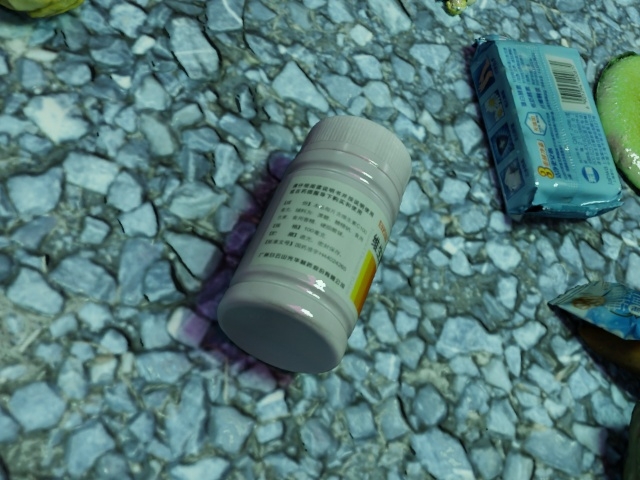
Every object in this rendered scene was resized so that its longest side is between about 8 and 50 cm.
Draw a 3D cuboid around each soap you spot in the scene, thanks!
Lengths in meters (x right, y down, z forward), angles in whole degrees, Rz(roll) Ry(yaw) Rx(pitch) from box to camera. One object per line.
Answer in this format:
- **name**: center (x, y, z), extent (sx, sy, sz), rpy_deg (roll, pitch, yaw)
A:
- **soap**: center (0.296, -0.152, 1.104), extent (0.156, 0.077, 0.293), rpy_deg (4, 64, -23)

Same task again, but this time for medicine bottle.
- **medicine bottle**: center (0.000, 0.000, 0.856), extent (0.133, 0.133, 0.249), rpy_deg (30, 56, -10)

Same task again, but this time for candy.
- **candy**: center (0.358, 0.084, 1.009), extent (0.088, 0.038, 0.136), rpy_deg (-27, 36, -35)

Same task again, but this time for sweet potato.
- **sweet potato**: center (0.431, 0.155, 0.978), extent (0.265, 0.057, 0.057), rpy_deg (22, 53, 21)

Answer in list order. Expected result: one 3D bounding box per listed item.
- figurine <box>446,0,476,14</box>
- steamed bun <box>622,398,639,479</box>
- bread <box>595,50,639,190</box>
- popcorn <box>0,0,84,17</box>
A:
- **figurine**: center (0.181, -0.349, 1.171), extent (0.083, 0.047, 0.050), rpy_deg (36, 71, -14)
- **steamed bun**: center (0.489, 0.281, 0.842), extent (0.220, 0.324, 0.309), rpy_deg (4, 73, -28)
- **bread**: center (0.540, -0.163, 1.248), extent (0.302, 0.045, 0.301), rpy_deg (11, 61, -21)
- **popcorn**: center (-0.299, -0.317, 0.871), extent (0.149, 0.152, 0.167), rpy_deg (-18, 74, -3)
